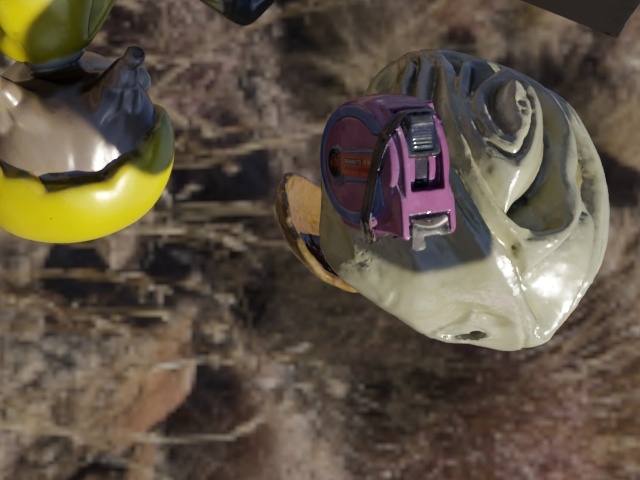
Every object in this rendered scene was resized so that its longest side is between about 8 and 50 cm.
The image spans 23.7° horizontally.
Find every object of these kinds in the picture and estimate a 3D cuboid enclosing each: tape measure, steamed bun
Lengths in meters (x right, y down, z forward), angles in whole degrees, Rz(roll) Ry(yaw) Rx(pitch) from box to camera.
[{"bbox_3d":[0.054,-0.056,1.226,0.074,0.118,0.125,-6,99,-32],"label":"tape measure"},{"bbox_3d":[0.178,-0.053,1.588,0.324,0.219,0.310,36,56,-18],"label":"steamed bun"}]

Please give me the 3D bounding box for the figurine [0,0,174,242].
[{"bbox_3d":[-0.267,-0.161,1.500,0.187,0.215,0.344,-106,-175,-63],"label":"figurine"}]

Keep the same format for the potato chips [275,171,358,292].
[{"bbox_3d":[0.000,0.000,1.766,0.150,0.049,0.201,63,15,22],"label":"potato chips"}]

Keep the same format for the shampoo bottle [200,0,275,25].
[{"bbox_3d":[-0.168,-0.355,1.492,0.125,0.350,0.084,-51,159,10],"label":"shampoo bottle"}]

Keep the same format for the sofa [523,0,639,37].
[{"bbox_3d":[0.116,-0.176,0.837,0.085,0.147,0.060,98,15,-76],"label":"sofa"}]
